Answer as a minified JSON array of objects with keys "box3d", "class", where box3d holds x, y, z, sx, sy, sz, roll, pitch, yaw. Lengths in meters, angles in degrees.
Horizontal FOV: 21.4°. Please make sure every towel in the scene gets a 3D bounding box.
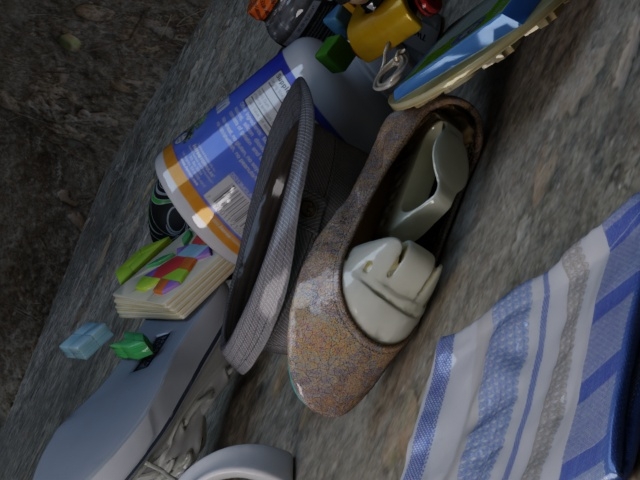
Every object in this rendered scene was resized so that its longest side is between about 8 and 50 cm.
[{"box3d":[0.126,0.101,1.068,0.285,0.034,0.209,-43,23,55],"class":"towel"}]

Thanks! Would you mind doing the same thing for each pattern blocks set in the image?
[{"box3d":[-0.137,0.021,1.879,0.285,0.026,0.325,-9,31,46],"class":"pattern blocks set"}]

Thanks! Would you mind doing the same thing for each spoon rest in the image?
[{"box3d":[-0.127,0.293,1.555,0.276,0.084,0.137,-57,13,20],"class":"spoon rest"}]

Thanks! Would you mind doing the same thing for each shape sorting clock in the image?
[{"box3d":[0.144,-0.174,1.440,0.206,0.040,0.206,-39,8,7],"class":"shape sorting clock"}]

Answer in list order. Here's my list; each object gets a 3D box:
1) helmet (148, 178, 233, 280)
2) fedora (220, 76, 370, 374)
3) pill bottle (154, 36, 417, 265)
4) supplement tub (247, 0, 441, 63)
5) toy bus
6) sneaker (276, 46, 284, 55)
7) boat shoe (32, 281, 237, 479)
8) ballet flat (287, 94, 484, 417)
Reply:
[{"box3d":[-0.136,-0.036,2.104,0.169,0.169,0.161,-61,29,5],"class":"helmet"},{"box3d":[0.000,0.000,1.539,0.244,0.124,0.275,121,163,-57],"class":"fedora"},{"box3d":[-0.022,-0.110,1.723,0.272,0.152,0.152,-39,17,10],"class":"pill bottle"},{"box3d":[0.024,-0.239,1.824,0.117,0.190,0.117,-56,14,23],"class":"supplement tub"},{"box3d":[0.052,-0.250,1.544,0.191,0.104,0.202,-51,21,-1],"class":"toy bus"},{"box3d":[-0.055,-0.146,2.133,0.130,0.109,0.286,-48,8,24],"class":"sneaker"},{"box3d":[-0.164,0.202,1.777,0.135,0.156,0.367,-17,26,33],"class":"boat shoe"},{"box3d":[0.060,-0.001,1.401,0.106,0.107,0.316,-23,39,49],"class":"ballet flat"}]
